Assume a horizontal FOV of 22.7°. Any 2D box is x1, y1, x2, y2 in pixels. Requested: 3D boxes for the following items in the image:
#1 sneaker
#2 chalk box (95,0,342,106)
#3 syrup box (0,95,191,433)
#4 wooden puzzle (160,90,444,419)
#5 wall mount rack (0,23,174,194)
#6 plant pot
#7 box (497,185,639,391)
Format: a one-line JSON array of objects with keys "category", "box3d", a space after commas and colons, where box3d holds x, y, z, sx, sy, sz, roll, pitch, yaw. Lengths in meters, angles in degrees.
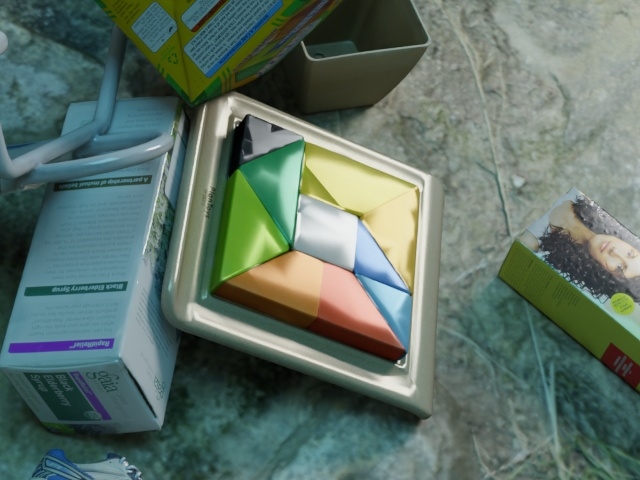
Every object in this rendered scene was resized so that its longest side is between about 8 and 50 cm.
[{"category": "sneaker", "box3d": [-0.135, 0.175, 1.094, 0.135, 0.052, 0.058, 17, 50, -2]}, {"category": "chalk box", "box3d": [-0.058, -0.203, 1.199, 0.132, 0.132, 0.213, 48, 24, 2]}, {"category": "syrup box", "box3d": [-0.150, 0.015, 1.155, 0.096, 0.093, 0.237, -3, 53, 16]}, {"category": "wooden puzzle", "box3d": [0.000, 0.000, 1.196, 0.238, 0.044, 0.221, 24, 51, -24]}, {"category": "wall mount rack", "box3d": [-0.265, -0.107, 1.157, 0.350, 0.130, 0.304, -6, 14, 16]}, {"category": "plant pot", "box3d": [0.014, -0.167, 1.334, 0.109, 0.096, 0.109, -10, 59, -20]}, {"category": "box", "box3d": [0.257, 0.064, 1.255, 0.232, 0.058, 0.087, 40, 57, 14]}]
